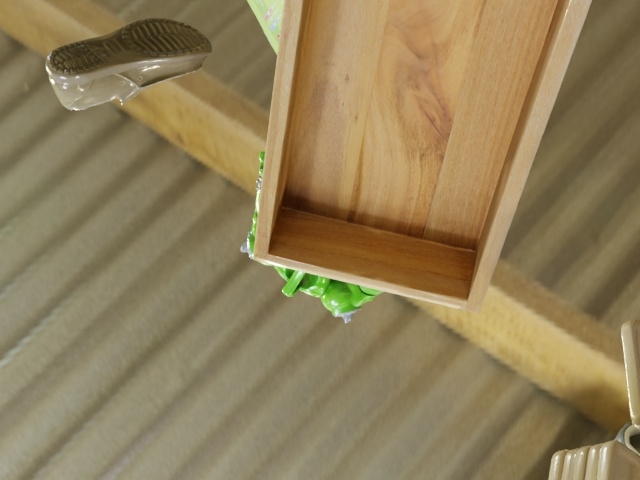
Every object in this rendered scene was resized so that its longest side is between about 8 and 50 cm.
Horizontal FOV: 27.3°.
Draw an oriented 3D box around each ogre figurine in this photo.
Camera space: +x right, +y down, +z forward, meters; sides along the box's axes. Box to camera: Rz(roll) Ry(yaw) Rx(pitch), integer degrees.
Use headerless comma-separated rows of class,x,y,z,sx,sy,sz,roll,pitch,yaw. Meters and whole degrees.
ogre figurine,0.000,0.000,1.372,0.197,0.097,0.118,30,-75,-15

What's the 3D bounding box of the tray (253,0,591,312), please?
tray,0.069,-0.114,1.003,0.203,0.411,0.076,13,-129,2

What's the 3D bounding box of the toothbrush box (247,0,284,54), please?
toothbrush box,0.046,-0.255,1.292,0.122,0.283,0.206,-26,-98,-23

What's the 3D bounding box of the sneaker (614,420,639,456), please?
sneaker,0.344,0.188,1.007,0.258,0.091,0.094,2,-126,4

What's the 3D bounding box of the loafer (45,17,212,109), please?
loafer,-0.161,-0.147,1.104,0.148,0.050,0.056,-15,-127,-28

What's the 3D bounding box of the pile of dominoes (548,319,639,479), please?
pile of dominoes,0.217,0.181,0.720,0.040,0.251,0.196,-21,-137,44
